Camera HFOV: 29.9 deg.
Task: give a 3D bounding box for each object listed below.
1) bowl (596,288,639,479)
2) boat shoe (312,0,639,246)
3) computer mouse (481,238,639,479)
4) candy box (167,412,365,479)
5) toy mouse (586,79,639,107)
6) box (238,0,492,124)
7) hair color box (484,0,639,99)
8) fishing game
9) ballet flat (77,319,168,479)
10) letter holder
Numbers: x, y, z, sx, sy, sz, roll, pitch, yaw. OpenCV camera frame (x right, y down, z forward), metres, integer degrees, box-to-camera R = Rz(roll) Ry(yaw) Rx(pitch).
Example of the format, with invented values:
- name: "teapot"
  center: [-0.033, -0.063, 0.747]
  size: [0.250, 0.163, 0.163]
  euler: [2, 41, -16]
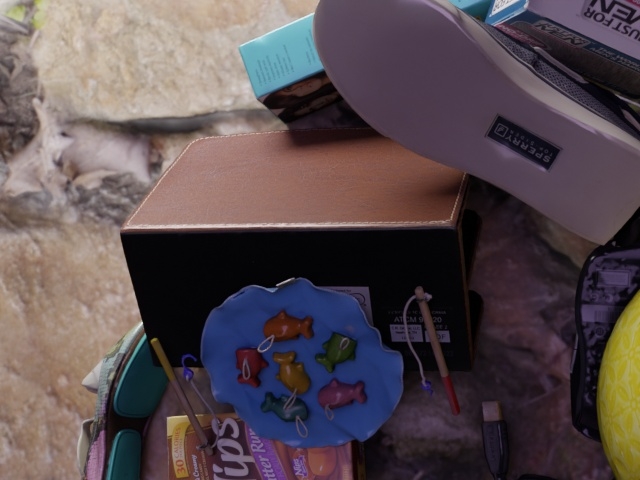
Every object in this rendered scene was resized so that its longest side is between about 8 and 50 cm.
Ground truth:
- name: "bowl"
  center: [0.355, 0.107, 0.906]
  size: [0.289, 0.156, 0.290]
  euler: [-5, 67, 11]
- name: "boat shoe"
  center: [0.153, -0.125, 1.062]
  size: [0.340, 0.158, 0.127]
  euler: [36, 113, 0]
- name: "computer mouse"
  center: [0.237, 0.129, 1.083]
  size: [0.184, 0.060, 0.262]
  euler: [-3, 91, 11]
- name: "candy box"
  center: [-0.052, 0.218, 1.149]
  size: [0.186, 0.053, 0.109]
  euler: [-6, 79, 16]
- name: "toy mouse"
  center: [0.222, -0.182, 1.154]
  size: [0.161, 0.031, 0.143]
  euler: [-10, 78, 14]
- name: "box"
  center: [0.052, -0.197, 1.168]
  size: [0.244, 0.100, 0.060]
  euler: [-22, 76, 11]
- name: "hair color box"
  center: [0.289, -0.323, 1.081]
  size: [0.173, 0.105, 0.347]
  euler: [21, 83, -13]
- name: "fishing game"
  center: [-0.018, 0.116, 1.054]
  size: [0.264, 0.041, 0.189]
  euler: [-8, 119, 17]
- name: "ballet flat"
  center: [-0.206, 0.177, 1.195]
  size: [0.079, 0.077, 0.222]
  euler: [6, 82, 36]
- name: "letter holder"
  center: [0.000, 0.000, 1.132]
  size: [0.301, 0.214, 0.152]
  euler: [-1, 121, 15]
